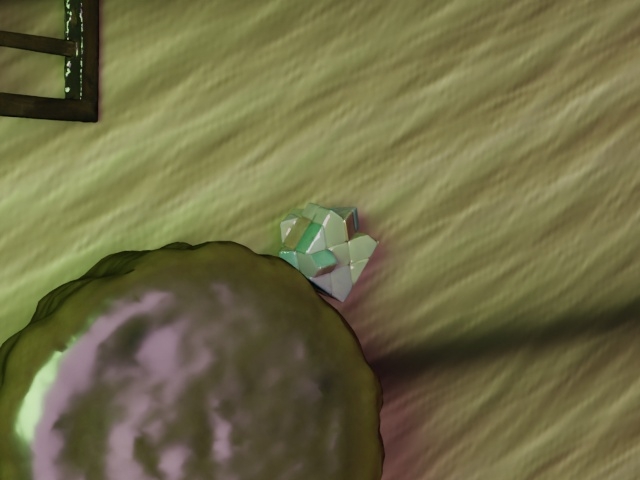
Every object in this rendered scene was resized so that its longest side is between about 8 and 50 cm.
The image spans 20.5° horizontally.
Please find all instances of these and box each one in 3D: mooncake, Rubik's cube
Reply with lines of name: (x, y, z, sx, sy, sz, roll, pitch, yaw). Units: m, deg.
mooncake: (-0.119, 0.161, 1.423, 0.324, 0.187, 0.324, 0, 90, -21)
Rubik's cube: (-0.002, 0.002, 1.517, 0.073, 0.075, 0.084, 34, 65, -32)

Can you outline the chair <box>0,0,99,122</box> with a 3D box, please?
chair: (-0.381, -0.187, 1.345, 0.240, 0.416, 0.203, 0, 90, 26)
